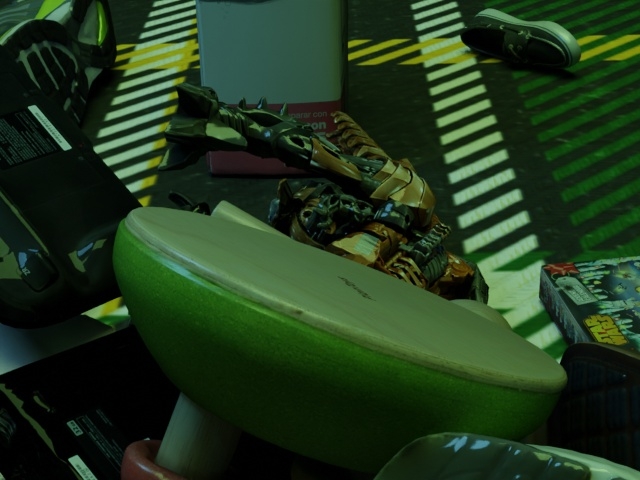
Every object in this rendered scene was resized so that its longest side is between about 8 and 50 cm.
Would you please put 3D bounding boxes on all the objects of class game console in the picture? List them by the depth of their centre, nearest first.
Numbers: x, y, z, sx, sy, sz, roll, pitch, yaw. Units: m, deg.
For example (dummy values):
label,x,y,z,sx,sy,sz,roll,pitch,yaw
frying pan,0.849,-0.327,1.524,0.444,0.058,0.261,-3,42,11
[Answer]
label,x,y,z,sx,sy,sz,roll,pitch,yaw
game console,-0.106,0.011,0.635,0.213,0.044,0.361,-19,59,-47

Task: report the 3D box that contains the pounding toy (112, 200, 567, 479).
label,x,y,z,sx,sy,sz,roll,pitch,yaw
pounding toy,-0.005,0.066,0.541,0.183,0.110,0.237,21,6,5

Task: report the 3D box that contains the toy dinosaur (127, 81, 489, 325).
label,x,y,z,sx,sy,sz,roll,pitch,yaw
toy dinosaur,0.000,0.000,0.843,0.218,0.164,0.322,13,7,-3

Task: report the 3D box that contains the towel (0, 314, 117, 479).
label,x,y,z,sx,sy,sz,roll,pitch,yaw
towel,-0.304,0.092,0.579,0.331,0.053,0.317,22,44,13

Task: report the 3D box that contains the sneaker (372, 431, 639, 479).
label,x,y,z,sx,sy,sz,roll,pitch,yaw
sneaker,0.207,0.179,0.423,0.410,0.158,0.182,27,5,22

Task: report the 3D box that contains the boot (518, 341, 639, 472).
label,x,y,z,sx,sy,sz,roll,pitch,yaw
boot,0.154,0.091,0.580,0.106,0.082,0.219,4,-13,-9

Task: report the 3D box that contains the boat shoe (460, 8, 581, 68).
label,x,y,z,sx,sy,sz,roll,pitch,yaw
boat shoe,0.198,-0.195,1.300,0.040,0.049,0.142,-36,37,-21

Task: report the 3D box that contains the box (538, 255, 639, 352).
label,x,y,z,sx,sy,sz,roll,pitch,yaw
box,0.200,0.052,0.806,0.094,0.027,0.137,-6,27,-7

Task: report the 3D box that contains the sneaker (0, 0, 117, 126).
label,x,y,z,sx,sy,sz,roll,pitch,yaw
sneaker,-0.279,-0.156,1.196,0.121,0.111,0.300,-13,22,14

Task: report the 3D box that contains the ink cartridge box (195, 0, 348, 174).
label,x,y,z,sx,sy,sz,roll,pitch,yaw
ink cartridge box,-0.037,-0.222,1.088,0.117,0.283,0.207,0,26,3
